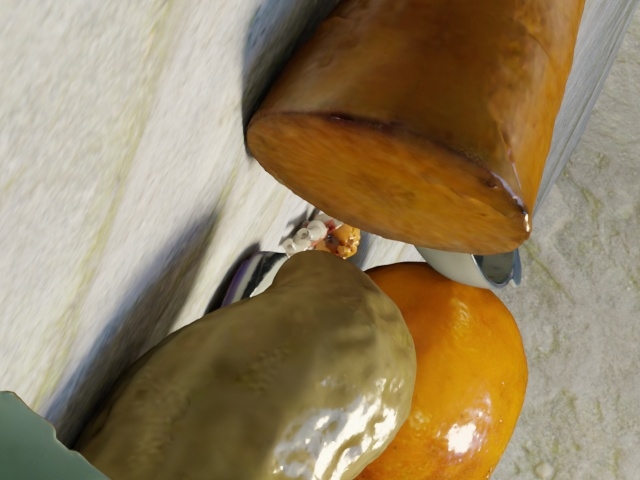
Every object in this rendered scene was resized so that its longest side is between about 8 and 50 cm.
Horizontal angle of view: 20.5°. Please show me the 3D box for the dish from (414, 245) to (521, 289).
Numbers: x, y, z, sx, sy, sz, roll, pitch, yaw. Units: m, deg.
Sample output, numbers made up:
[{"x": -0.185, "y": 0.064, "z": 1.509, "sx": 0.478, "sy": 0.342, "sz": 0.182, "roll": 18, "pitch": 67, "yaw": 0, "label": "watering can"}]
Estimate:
[{"x": 0.119, "y": -0.054, "z": 1.680, "sx": 0.228, "sy": 0.086, "sz": 0.236, "roll": -43, "pitch": 121, "yaw": -64, "label": "dish"}]

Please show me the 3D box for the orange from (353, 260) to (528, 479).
[{"x": 0.079, "y": 0.156, "z": 1.733, "sx": 0.284, "sy": 0.226, "sz": 0.284, "roll": -62, "pitch": 177, "yaw": -6, "label": "orange"}]

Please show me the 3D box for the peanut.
[{"x": -0.064, "y": 0.165, "z": 1.092, "sx": 0.387, "sy": 0.192, "sz": 0.169, "roll": -57, "pitch": -178, "yaw": -28, "label": "peanut"}]

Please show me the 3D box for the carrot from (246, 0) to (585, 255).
[{"x": 0.086, "y": -0.136, "z": 1.154, "sx": 0.196, "sy": 0.196, "sz": 0.254, "roll": 93, "pitch": 19, "yaw": -67, "label": "carrot"}]

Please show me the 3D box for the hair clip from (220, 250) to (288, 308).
[{"x": -0.055, "y": 0.065, "z": 1.311, "sx": 0.116, "sy": 0.049, "sz": 0.172, "roll": -63, "pitch": 174, "yaw": 30, "label": "hair clip"}]

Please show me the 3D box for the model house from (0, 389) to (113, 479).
[{"x": -0.162, "y": 0.068, "z": 0.551, "sx": 0.127, "sy": 0.149, "sz": 0.100, "roll": -9, "pitch": -141, "yaw": 43, "label": "model house"}]

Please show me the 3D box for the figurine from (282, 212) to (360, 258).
[{"x": 0.000, "y": 0.000, "z": 1.439, "sx": 0.064, "sy": 0.047, "sz": 0.109, "roll": -36, "pitch": 172, "yaw": 19, "label": "figurine"}]
